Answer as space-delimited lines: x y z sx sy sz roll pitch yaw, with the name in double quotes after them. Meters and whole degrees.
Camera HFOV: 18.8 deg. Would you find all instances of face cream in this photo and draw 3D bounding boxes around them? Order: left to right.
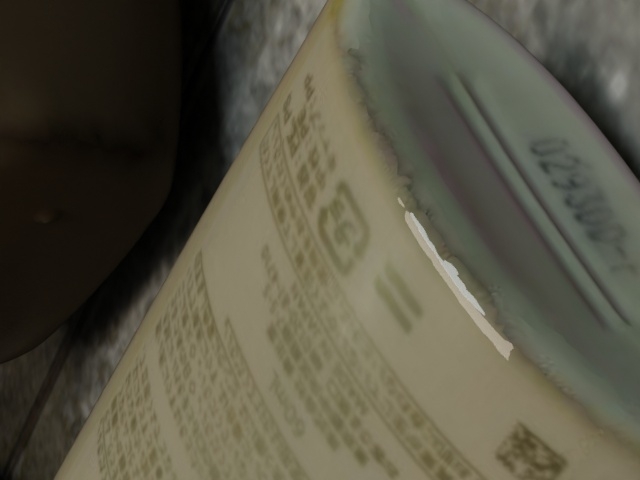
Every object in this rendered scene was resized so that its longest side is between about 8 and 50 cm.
-0.015 0.097 0.596 0.173 0.081 0.348 58 137 27 "face cream"

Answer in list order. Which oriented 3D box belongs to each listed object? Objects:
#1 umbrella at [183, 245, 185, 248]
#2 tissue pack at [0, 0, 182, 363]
0.000 0.000 0.640 0.165 0.025 0.027 -2 70 57 "umbrella"
-0.260 -0.103 0.735 0.267 0.387 0.277 -49 46 50 "tissue pack"
